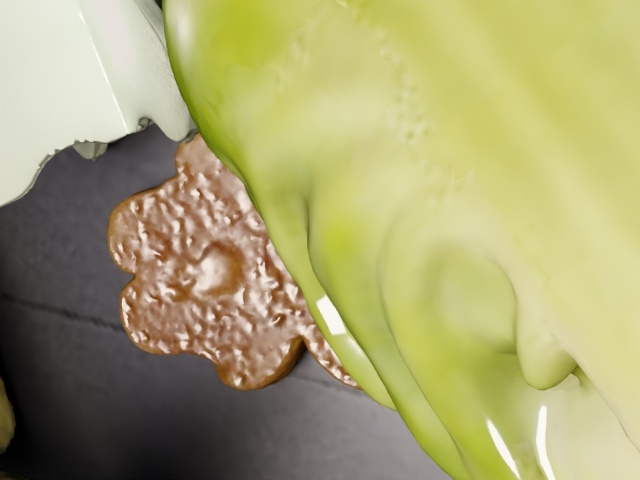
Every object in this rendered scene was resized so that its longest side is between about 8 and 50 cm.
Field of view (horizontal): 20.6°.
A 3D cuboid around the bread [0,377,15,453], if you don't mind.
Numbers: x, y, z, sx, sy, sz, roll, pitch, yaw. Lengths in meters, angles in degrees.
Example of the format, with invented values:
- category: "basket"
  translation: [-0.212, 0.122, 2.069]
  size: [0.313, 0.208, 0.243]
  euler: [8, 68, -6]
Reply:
- category: "bread"
  translation: [-0.268, 0.060, 0.705]
  size: [0.240, 0.135, 0.178]
  euler: [-18, 105, 8]

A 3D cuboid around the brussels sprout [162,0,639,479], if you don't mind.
- category: "brussels sprout"
  translation: [0.125, -0.039, 0.478]
  size: [0.281, 0.289, 0.355]
  euler: [-33, 43, 17]

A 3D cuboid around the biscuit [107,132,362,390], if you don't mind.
- category: "biscuit"
  translation: [0.000, 0.000, 0.686]
  size: [0.175, 0.026, 0.124]
  euler: [-7, 94, 22]

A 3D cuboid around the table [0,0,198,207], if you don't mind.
- category: "table"
  translation: [-0.101, -0.124, 0.645]
  size: [0.166, 0.166, 0.198]
  euler: [-18, 99, 23]

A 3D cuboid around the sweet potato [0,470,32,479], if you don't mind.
- category: "sweet potato"
  translation: [-0.131, 0.236, 0.685]
  size: [0.130, 0.130, 0.423]
  euler: [20, 122, 17]
